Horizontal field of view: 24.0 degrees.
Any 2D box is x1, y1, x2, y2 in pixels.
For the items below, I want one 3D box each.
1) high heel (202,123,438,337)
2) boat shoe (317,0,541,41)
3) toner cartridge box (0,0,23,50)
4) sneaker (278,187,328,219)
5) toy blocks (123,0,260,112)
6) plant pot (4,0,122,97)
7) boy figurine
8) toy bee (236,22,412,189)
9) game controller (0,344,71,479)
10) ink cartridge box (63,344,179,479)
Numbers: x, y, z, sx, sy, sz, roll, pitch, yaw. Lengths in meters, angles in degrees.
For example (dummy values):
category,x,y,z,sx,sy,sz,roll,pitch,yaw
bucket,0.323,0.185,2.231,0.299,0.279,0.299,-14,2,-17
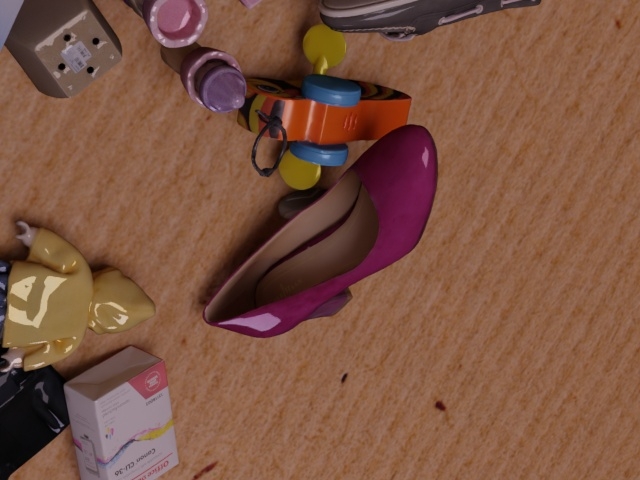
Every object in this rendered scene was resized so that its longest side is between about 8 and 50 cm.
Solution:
category,x,y,z,sx,sy,sz,roll,pitch,yaw
high heel,0.000,0.000,1.799,0.181,0.127,0.377,-8,145,-33
boat shoe,0.148,-0.287,1.813,0.335,0.112,0.095,-23,123,-28
toner cartridge box,-0.401,-0.227,1.527,0.165,0.075,0.348,1,122,-54
sneaker,0.017,-0.035,1.913,0.152,0.054,0.061,-7,119,-26
toy blocks,-0.087,-0.317,1.593,0.288,0.260,0.309,-39,125,-6
plant pot,-0.276,-0.217,1.641,0.109,0.096,0.109,-38,125,-7
boy figurine,-0.330,0.063,1.751,0.285,0.092,0.177,-3,100,-30
toy bee,-0.030,-0.167,1.785,0.298,0.162,0.195,20,95,-59
game controller,-0.445,0.257,1.814,0.319,0.067,0.166,-39,140,-6
ink cartridge box,-0.243,0.247,1.881,0.115,0.067,0.198,-31,127,-38
